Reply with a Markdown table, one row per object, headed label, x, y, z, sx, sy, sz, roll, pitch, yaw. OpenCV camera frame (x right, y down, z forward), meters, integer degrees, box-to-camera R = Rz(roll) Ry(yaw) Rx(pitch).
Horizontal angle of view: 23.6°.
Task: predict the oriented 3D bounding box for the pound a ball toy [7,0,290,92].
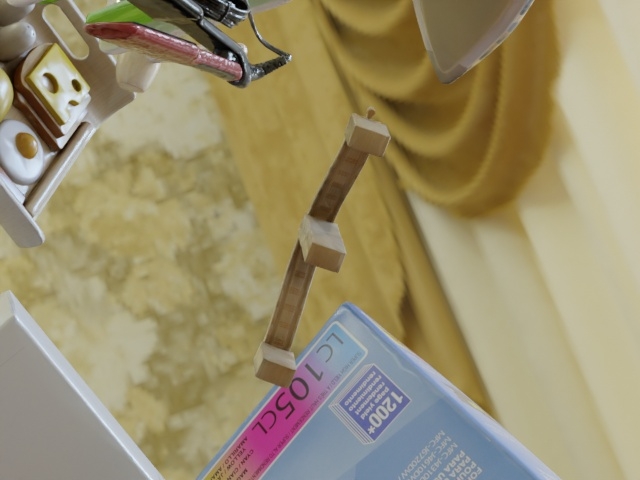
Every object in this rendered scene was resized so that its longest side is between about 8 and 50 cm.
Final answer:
| label | x | y | z | sx | sy | sz | roll | pitch | yaw |
| --- | --- | --- | --- | --- | --- | --- | --- | --- | --- |
| pound a ball toy | -0.137 | -0.258 | 1.436 | 0.319 | 0.135 | 0.208 | -8 | -24 | 43 |

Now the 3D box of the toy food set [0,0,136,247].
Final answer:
| label | x | y | z | sx | sy | sz | roll | pitch | yaw |
| --- | --- | --- | --- | --- | --- | --- | --- | --- | --- |
| toy food set | -0.311 | -0.161 | 1.623 | 0.092 | 0.306 | 0.219 | -22 | -64 | 29 |

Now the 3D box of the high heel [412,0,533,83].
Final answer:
| label | x | y | z | sx | sy | sz | roll | pitch | yaw |
| --- | --- | --- | --- | --- | --- | --- | --- | --- | --- |
| high heel | 0.145 | -0.242 | 1.045 | 0.186 | 0.093 | 0.261 | -46 | -24 | -47 |

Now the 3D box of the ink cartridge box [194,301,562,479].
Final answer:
| label | x | y | z | sx | sy | sz | roll | pitch | yaw |
| --- | --- | --- | --- | --- | --- | --- | --- | --- | --- |
| ink cartridge box | 0.067 | 0.257 | 1.072 | 0.270 | 0.395 | 0.151 | -51 | -51 | 1 |

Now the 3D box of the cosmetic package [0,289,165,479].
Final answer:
| label | x | y | z | sx | sy | sz | roll | pitch | yaw |
| --- | --- | --- | --- | --- | --- | --- | --- | --- | --- |
| cosmetic package | -0.243 | 0.248 | 1.392 | 0.197 | 0.365 | 0.155 | -40 | 15 | -7 |

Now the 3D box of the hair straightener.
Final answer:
| label | x | y | z | sx | sy | sz | roll | pitch | yaw |
| --- | --- | --- | --- | --- | --- | --- | --- | --- | --- |
| hair straightener | -0.082 | -0.163 | 1.070 | 0.047 | 0.089 | 0.230 | 1 | -5 | 30 |

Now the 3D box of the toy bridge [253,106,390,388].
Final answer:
| label | x | y | z | sx | sy | sz | roll | pitch | yaw |
| --- | --- | --- | --- | --- | --- | --- | --- | --- | --- |
| toy bridge | 0.000 | 0.000 | 0.995 | 0.026 | 0.063 | 0.188 | 19 | -73 | -11 |
